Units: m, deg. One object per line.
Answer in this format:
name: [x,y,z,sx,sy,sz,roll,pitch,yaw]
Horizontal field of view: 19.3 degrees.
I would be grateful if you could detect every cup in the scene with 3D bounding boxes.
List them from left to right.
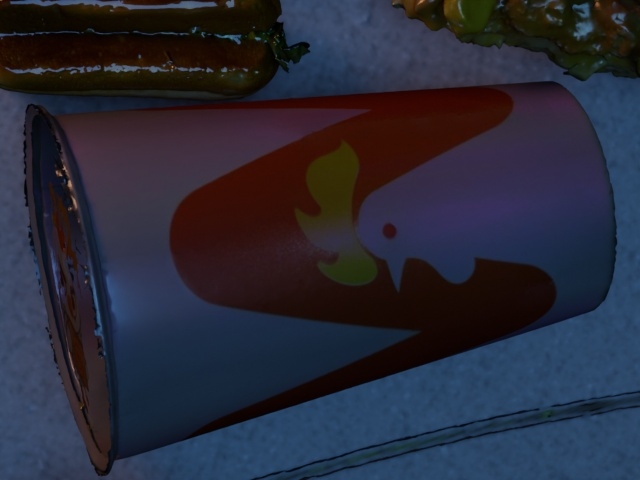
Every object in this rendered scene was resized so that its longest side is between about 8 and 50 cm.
cup: [0.000,0.000,1.009,0.288,0.203,0.203,-10,101,-16]

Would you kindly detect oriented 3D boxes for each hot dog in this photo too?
hot dog: [-0.102,-0.114,1.027,0.188,0.055,0.072,1,102,-11]

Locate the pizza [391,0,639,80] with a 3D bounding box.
pizza: [0.194,-0.214,1.028,0.258,0.087,0.268,9,102,-25]
